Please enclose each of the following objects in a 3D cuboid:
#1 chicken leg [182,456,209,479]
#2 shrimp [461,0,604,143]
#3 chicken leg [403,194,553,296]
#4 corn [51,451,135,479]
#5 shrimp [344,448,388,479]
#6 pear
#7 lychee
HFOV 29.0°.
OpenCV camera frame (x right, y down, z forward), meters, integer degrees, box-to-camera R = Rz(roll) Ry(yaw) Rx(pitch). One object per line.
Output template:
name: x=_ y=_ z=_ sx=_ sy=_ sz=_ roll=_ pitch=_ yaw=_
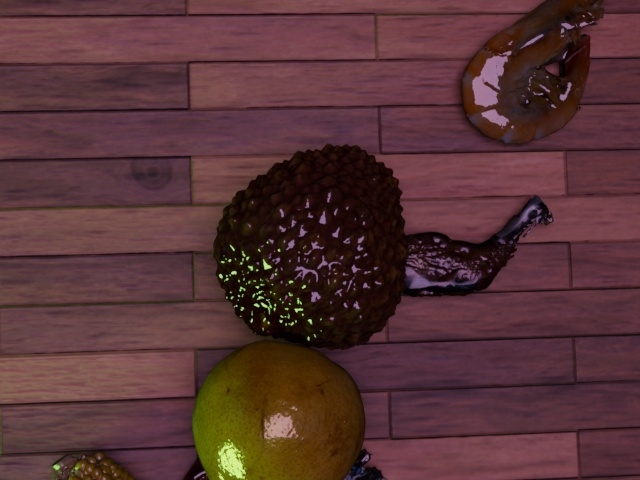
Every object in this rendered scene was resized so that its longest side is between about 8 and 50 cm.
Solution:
chicken leg: x=-0.138 y=0.301 z=1.577 sx=0.145 sy=0.037 sz=0.062 roll=-26 pitch=102 yaw=-9
shrimp: x=0.313 y=-0.240 z=1.641 sx=0.287 sy=0.063 sz=0.152 roll=-39 pitch=93 yaw=-4
chicken leg: x=0.192 y=0.016 z=1.620 sx=0.253 sy=0.051 sz=0.105 roll=-17 pitch=83 yaw=-9
corn: x=-0.212 y=0.384 z=1.535 sx=0.097 sy=0.097 sz=0.320 roll=-43 pitch=93 yaw=-7
shrimp: x=0.003 y=0.329 z=1.569 sx=0.174 sy=0.076 sz=0.082 roll=-26 pitch=111 yaw=-7
pear: x=-0.053 y=0.229 z=1.486 sx=0.209 sy=0.209 sz=0.208 roll=0 pitch=86 yaw=-6
lychee: x=0.000 y=0.000 z=1.508 sx=0.272 sy=0.271 sz=0.271 roll=0 pitch=86 yaw=-6
